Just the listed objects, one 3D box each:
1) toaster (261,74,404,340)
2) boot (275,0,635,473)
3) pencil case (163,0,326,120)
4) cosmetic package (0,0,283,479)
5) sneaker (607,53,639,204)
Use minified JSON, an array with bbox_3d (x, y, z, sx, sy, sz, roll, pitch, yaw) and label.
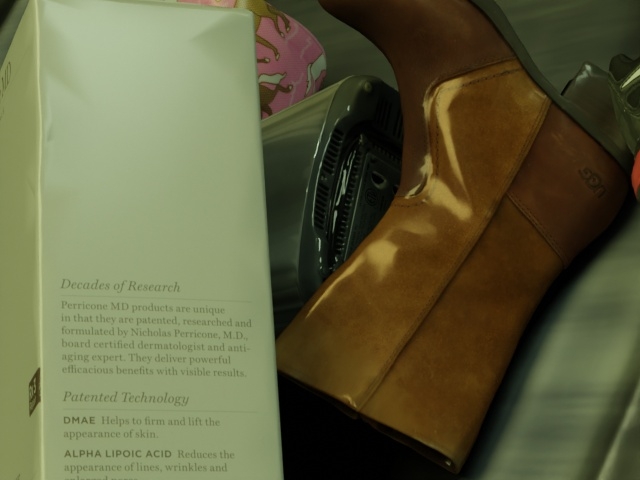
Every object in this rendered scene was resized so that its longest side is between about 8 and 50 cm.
[{"bbox_3d":[0.000,0.000,1.327,0.146,0.129,0.227,-15,56,46],"label":"toaster"},{"bbox_3d":[0.048,-0.027,1.221,0.280,0.264,0.096,-56,-1,-9],"label":"boot"},{"bbox_3d":[-0.120,-0.017,1.449,0.167,0.160,0.386,-6,56,49],"label":"pencil case"},{"bbox_3d":[-0.129,0.056,1.201,0.217,0.156,0.385,131,137,-61],"label":"cosmetic package"},{"bbox_3d":[0.286,-0.134,1.121,0.276,0.097,0.135,-38,56,21],"label":"sneaker"}]
